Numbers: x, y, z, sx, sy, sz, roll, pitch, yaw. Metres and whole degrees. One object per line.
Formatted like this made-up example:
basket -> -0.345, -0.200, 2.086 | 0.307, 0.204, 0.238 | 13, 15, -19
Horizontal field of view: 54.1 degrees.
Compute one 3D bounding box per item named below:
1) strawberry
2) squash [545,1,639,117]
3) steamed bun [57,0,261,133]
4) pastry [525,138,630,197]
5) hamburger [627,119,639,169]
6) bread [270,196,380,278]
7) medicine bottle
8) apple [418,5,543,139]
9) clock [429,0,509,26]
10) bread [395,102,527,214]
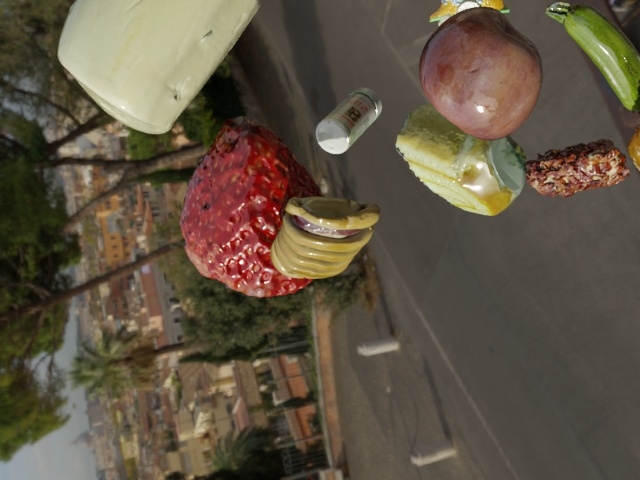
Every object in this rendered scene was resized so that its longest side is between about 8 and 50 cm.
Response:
strawberry -> -0.134, -0.043, 1.162 | 0.310, 0.291, 0.292 | 44, -165, -49
squash -> 0.553, -0.347, 1.190 | 0.080, 0.318, 0.071 | -36, 23, 36
steamed bun -> -0.328, -0.419, 1.227 | 0.371, 0.290, 0.456 | -53, 16, 7
pastry -> 0.547, -0.152, 1.351 | 0.115, 0.208, 0.097 | 61, -148, -33
hamburger -> 0.749, -0.174, 1.129 | 0.287, 0.268, 0.445 | 61, -176, 23
bread -> 0.000, 0.000, 0.956 | 0.225, 0.134, 0.081 | 121, 154, -66
medicine bottle -> 0.066, -0.274, 1.428 | 0.086, 0.183, 0.086 | 18, 132, 21
apple -> 0.378, -0.387, 1.452 | 0.235, 0.305, 0.306 | -49, 48, 33
clock -> 0.433, -0.656, 1.834 | 0.103, 0.230, 0.144 | -64, -30, -43
bread -> 0.453, -0.254, 1.909 | 0.264, 0.395, 0.239 | 15, 76, 57
